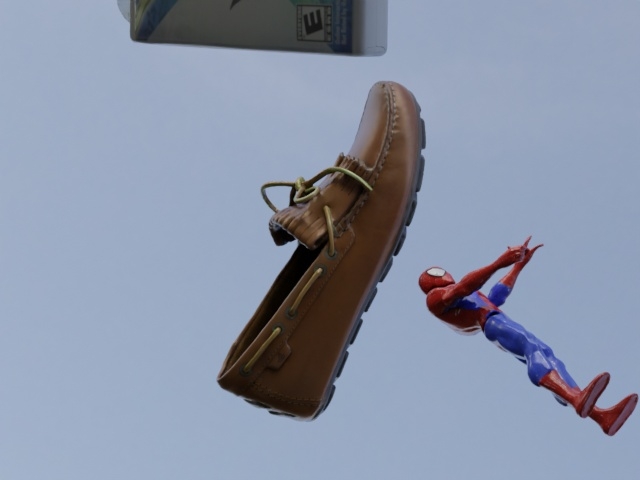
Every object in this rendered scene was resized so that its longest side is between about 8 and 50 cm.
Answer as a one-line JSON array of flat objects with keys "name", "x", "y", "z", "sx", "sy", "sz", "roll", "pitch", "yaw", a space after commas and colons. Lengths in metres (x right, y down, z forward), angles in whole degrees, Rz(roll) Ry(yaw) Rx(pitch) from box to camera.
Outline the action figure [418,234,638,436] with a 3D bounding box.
[{"name": "action figure", "x": 0.208, "y": 0.065, "z": 1.786, "sx": 0.280, "sy": 0.139, "sz": 0.091, "roll": 31, "pitch": -4, "yaw": 44}]

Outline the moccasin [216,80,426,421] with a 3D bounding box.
[{"name": "moccasin", "x": -0.001, "y": 0.000, "z": 1.951, "sx": 0.147, "sy": 0.380, "sz": 0.139, "roll": 26, "pitch": -2, "yaw": -13}]

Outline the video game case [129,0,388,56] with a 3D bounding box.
[{"name": "video game case", "x": -0.058, "y": -0.320, "z": 1.487, "sx": 0.300, "sy": 0.036, "sz": 0.329, "roll": 10, "pitch": -77, "yaw": 47}]

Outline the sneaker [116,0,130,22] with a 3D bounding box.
[{"name": "sneaker", "x": -0.168, "y": -0.293, "z": 1.890, "sx": 0.094, "sy": 0.091, "sz": 0.258, "roll": 30, "pitch": -12, "yaw": -2}]
